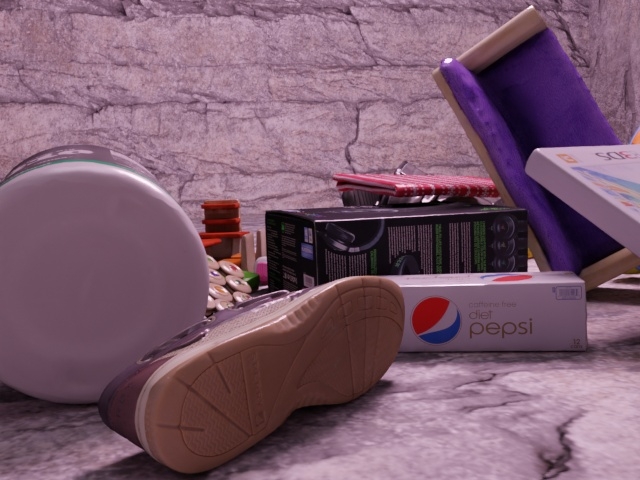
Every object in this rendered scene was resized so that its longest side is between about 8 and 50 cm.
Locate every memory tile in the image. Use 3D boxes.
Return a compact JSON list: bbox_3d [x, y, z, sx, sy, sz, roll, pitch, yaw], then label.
[{"bbox_3d":[-0.124,0.053,0.869,0.113,0.012,0.148,23,18,-32],"label":"memory tile"}]

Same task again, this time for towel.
[{"bbox_3d":[0.182,-0.079,1.121,0.275,0.031,0.199,-1,9,-27],"label":"towel"}]

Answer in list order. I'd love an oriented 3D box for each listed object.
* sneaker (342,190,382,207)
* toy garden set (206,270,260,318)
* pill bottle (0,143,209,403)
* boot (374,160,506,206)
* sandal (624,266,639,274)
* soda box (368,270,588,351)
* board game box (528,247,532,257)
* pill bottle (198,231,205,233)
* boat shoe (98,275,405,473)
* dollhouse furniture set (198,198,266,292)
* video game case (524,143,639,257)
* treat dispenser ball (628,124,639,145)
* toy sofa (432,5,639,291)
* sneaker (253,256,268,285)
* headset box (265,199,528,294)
[{"bbox_3d":[0.097,-0.024,1.422,0.146,0.122,0.331,-16,-20,24],"label":"sneaker"},{"bbox_3d":[-0.236,0.078,0.955,0.244,0.049,0.204,9,21,30],"label":"toy garden set"},{"bbox_3d":[-0.240,0.007,0.746,0.204,0.204,0.361,-5,11,-18],"label":"pill bottle"},{"bbox_3d":[0.241,-0.086,1.339,0.223,0.118,0.338,29,26,13],"label":"boot"},{"bbox_3d":[0.576,-0.001,1.050,0.318,0.126,0.138,-13,12,-14],"label":"sandal"},{"bbox_3d":[0.151,0.071,0.739,0.216,0.069,0.074,-1,6,11],"label":"soda box"},{"bbox_3d":[0.428,0.004,1.427,0.260,0.039,0.124,-4,5,-29],"label":"board game box"},{"bbox_3d":[-0.229,0.017,1.475,0.067,0.067,0.120,-7,7,-33],"label":"pill bottle"},{"bbox_3d":[-0.036,0.084,0.557,0.092,0.102,0.285,7,17,37],"label":"boat shoe"},{"bbox_3d":[-0.210,0.006,1.234,0.262,0.135,0.259,-2,6,14],"label":"dollhouse furniture set"},{"bbox_3d":[0.425,-0.009,0.754,0.300,0.036,0.329,-7,39,-33],"label":"video game case"},{"bbox_3d":[0.687,-0.123,1.292,0.288,0.288,0.288,-3,6,0],"label":"treat dispenser ball"},{"bbox_3d":[0.309,-0.117,0.968,0.150,0.362,0.177,-32,-16,26],"label":"toy sofa"},{"bbox_3d":[-0.015,0.014,1.172,0.103,0.111,0.252,1,7,35],"label":"sneaker"},{"bbox_3d":[0.094,0.022,0.935,0.283,0.131,0.246,-3,6,-16],"label":"headset box"}]
